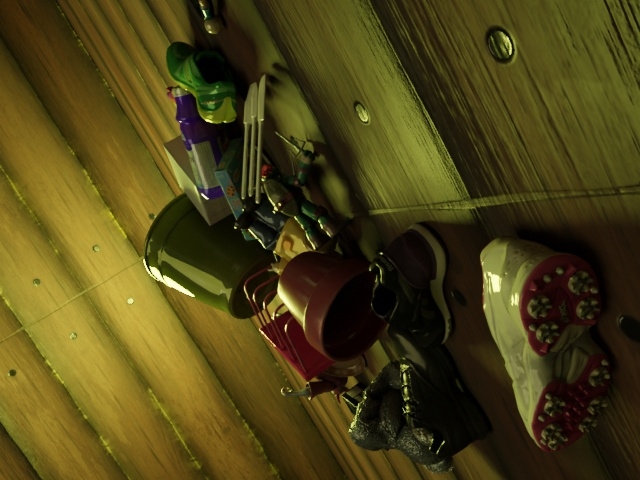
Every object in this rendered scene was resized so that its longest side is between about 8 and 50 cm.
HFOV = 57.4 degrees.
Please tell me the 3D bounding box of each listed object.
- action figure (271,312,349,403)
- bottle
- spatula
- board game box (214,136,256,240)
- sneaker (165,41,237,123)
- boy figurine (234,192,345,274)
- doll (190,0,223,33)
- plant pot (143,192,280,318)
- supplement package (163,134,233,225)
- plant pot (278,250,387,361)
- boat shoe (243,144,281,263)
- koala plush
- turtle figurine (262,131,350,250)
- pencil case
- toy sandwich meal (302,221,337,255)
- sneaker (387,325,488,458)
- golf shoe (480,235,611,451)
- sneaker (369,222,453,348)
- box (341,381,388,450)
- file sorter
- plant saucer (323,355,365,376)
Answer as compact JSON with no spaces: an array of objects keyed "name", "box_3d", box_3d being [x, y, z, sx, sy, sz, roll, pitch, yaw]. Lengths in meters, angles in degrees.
[{"name":"action figure","box_3d":[0.001,0.372,1.881,0.276,0.248,0.370,-28,113,32]},{"name":"bottle","box_3d":[-0.295,-0.248,1.458,0.118,0.092,0.283,-139,32,-62]},{"name":"spatula","box_3d":[-0.132,-0.199,1.171,0.168,0.019,0.242,-162,74,-67]},{"name":"board game box","box_3d":[-0.193,-0.132,1.489,0.160,0.039,0.211,-77,-26,-50]},{"name":"sneaker","box_3d":[-0.257,-0.379,1.314,0.295,0.109,0.123,51,135,34]},{"name":"boy figurine","box_3d":[-0.060,0.014,1.341,0.285,0.177,0.092,37,-159,14]},{"name":"doll","box_3d":[-0.241,-0.479,1.110,0.189,0.046,0.129,55,-173,-40]},{"name":"plant pot","box_3d":[-0.315,0.068,1.891,0.353,0.366,0.366,34,153,30]},{"name":"supplement package","box_3d":[-0.333,-0.196,1.728,0.194,0.149,0.203,49,161,27]},{"name":"plant pot","box_3d":[0.018,0.112,1.169,0.180,0.201,0.201,29,149,42]},{"name":"boat shoe","box_3d":[-0.120,-0.071,1.447,0.335,0.095,0.112,63,162,-20]},{"name":"koala plush","box_3d":[0.202,0.431,1.329,0.221,0.203,0.196,27,148,38]},{"name":"turtle figurine","box_3d":[-0.049,-0.095,1.189,0.234,0.118,0.175,51,163,0]},{"name":"pencil case","box_3d":[-0.313,-0.315,1.552,0.236,0.104,0.104,63,163,-17]},{"name":"toy sandwich meal","box_3d":[0.000,0.000,1.269,0.085,0.085,0.029,52,171,17]},{"name":"sneaker","box_3d":[0.204,0.291,1.132,0.286,0.130,0.109,58,165,3]},{"name":"golf shoe","box_3d":[0.269,0.125,0.717,0.140,0.115,0.306,-130,21,-59]},{"name":"sneaker","box_3d":[0.138,0.101,0.980,0.107,0.124,0.283,42,158,43]},{"name":"box","box_3d":[0.159,0.535,1.790,0.147,0.077,0.180,61,163,-13]},{"name":"file sorter","box_3d":[-0.047,0.178,1.512,0.291,0.202,0.182,30,147,57]},{"name":"plant saucer","box_3d":[0.048,0.336,1.686,0.168,0.029,0.168,9,135,9]}]
